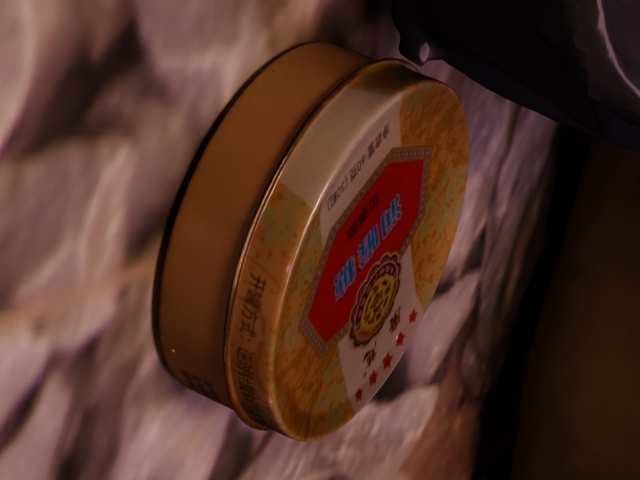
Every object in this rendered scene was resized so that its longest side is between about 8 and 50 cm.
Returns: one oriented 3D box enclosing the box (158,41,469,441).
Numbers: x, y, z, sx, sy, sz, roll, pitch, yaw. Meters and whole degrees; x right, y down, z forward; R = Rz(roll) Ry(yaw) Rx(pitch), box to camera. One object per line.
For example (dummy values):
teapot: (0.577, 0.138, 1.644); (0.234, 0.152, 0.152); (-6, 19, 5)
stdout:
box: (0.000, 0.000, 0.497); (0.105, 0.037, 0.105); (-46, 149, -38)

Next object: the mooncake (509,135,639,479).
mooncake: (0.283, -0.008, 0.811); (0.467, 0.262, 0.467); (-42, 143, -41)

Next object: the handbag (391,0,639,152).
handbag: (0.217, -0.136, 0.493); (0.303, 0.329, 0.122); (-70, -162, 4)
